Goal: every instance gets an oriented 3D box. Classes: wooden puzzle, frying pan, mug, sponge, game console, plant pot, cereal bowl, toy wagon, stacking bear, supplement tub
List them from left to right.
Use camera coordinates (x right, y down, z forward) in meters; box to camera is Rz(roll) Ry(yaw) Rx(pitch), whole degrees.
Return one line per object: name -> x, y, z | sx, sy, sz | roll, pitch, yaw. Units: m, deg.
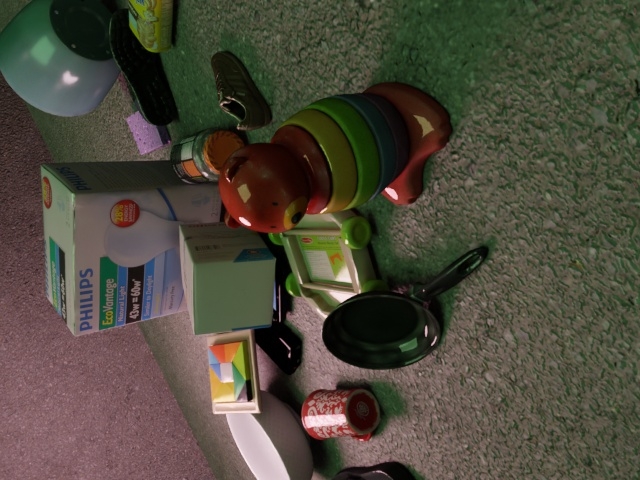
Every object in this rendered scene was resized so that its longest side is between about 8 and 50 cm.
plant pot -> -0.662, -0.513, 1.345 | 0.235, 0.293, 0.293 | -17, 99, 43
sponge -> -0.500, -0.320, 1.469 | 0.210, 0.031, 0.117 | 1, 113, 55
supplement tub -> -0.249, -0.187, 1.127 | 0.190, 0.117, 0.117 | 5, 116, 53
wooden puzzle -> -0.249, 0.365, 1.400 | 0.238, 0.044, 0.221 | -19, 74, 44
game console -> -0.128, 0.165, 1.277 | 0.213, 0.043, 0.362 | 37, 139, 35
cereal bowl -> -0.132, 0.579, 1.487 | 0.339, 0.141, 0.339 | 34, 138, 37
toy wagon -> 0.000, 0.000, 0.954 | 0.267, 0.068, 0.345 | 2, 113, 54
stacking bear -> 0.001, -0.100, 0.670 | 0.164, 0.288, 0.175 | 48, 145, 23
mug -> 0.062, 0.386, 1.135 | 0.169, 0.150, 0.113 | -33, 49, 54
frying pan -> 0.110, 0.103, 0.808 | 0.053, 0.197, 0.326 | -85, 5, -49

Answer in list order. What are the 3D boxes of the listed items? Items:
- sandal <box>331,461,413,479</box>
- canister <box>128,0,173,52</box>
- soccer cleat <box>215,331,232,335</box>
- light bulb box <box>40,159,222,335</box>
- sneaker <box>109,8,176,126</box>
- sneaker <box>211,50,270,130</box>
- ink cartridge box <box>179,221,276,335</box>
sandal -> 0.096, 0.646, 1.241 | 0.168, 0.107, 0.446 | 51, 146, 19
canister -> -0.371, -0.517, 1.107 | 0.126, 0.073, 0.170 | 53, 148, 17
soccer cleat -> -0.293, 0.205, 1.525 | 0.121, 0.093, 0.289 | -115, 7, -68
light bulb box -> -0.470, -0.001, 1.272 | 0.225, 0.360, 0.358 | 30, 119, 41
sneaker -> -0.467, -0.428, 1.283 | 0.124, 0.107, 0.284 | 20, 128, 55
sneaker -> -0.172, -0.293, 0.984 | 0.188, 0.071, 0.066 | 53, 147, 15
ink cartridge box -> -0.215, 0.073, 1.133 | 0.233, 0.171, 0.168 | -132, 43, -60
